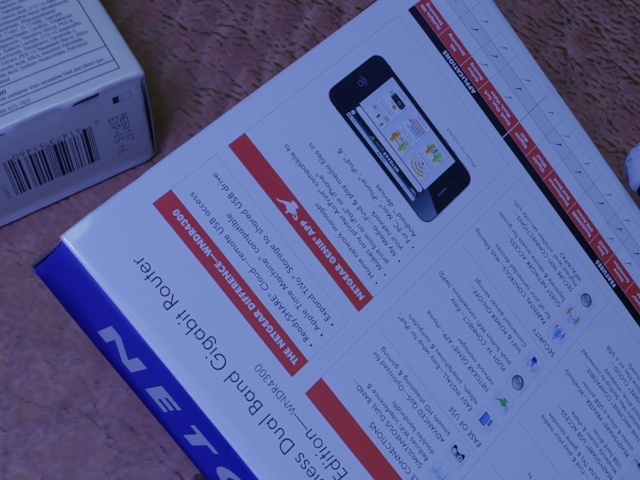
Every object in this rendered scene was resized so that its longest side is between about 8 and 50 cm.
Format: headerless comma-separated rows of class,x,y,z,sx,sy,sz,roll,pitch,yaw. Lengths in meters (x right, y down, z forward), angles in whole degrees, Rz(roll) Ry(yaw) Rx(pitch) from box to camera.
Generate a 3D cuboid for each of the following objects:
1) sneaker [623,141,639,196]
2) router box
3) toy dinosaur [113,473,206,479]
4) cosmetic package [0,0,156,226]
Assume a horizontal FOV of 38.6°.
sneaker,0.305,0.026,0.585,0.269,0.101,0.153,22,52,-31
router box,0.063,0.046,0.530,0.301,0.082,0.335,-41,99,-28
toy dinosaur,-0.142,0.211,0.531,0.112,0.064,0.211,33,65,11
cosmetic package,-0.266,-0.175,0.697,0.160,0.113,0.309,-26,67,-17
